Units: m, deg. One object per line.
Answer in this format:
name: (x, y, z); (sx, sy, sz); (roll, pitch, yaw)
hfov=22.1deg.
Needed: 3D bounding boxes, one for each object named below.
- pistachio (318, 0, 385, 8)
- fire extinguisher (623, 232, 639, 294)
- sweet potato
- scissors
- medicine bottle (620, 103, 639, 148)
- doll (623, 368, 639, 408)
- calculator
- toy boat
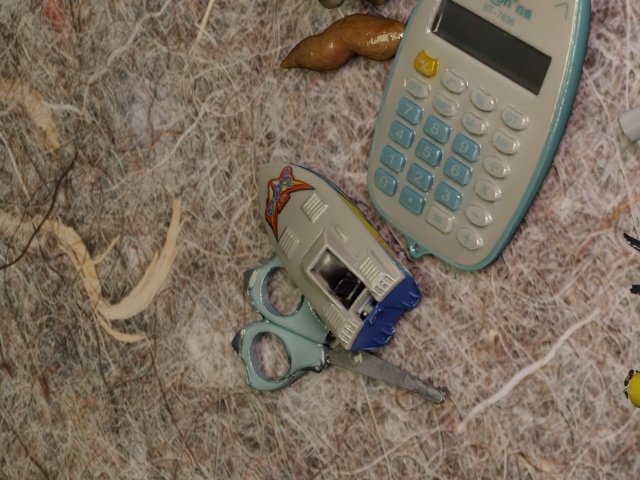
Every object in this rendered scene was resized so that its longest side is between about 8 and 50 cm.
pistachio: (0.022, -0.427, 2.000); (0.197, 0.166, 0.288); (-167, 75, -66)
fire extinguisher: (0.407, -0.063, 1.647); (0.138, 0.102, 0.344); (24, 127, 8)
sweet potato: (0.029, -0.249, 2.063); (0.218, 0.051, 0.065); (-6, 88, 42)
scissors: (0.020, 0.141, 2.088); (0.360, 0.029, 0.191); (22, 104, 41)
medicine bottle: (0.417, -0.146, 1.703); (0.220, 0.061, 0.092); (-26, 92, 41)
doll: (0.427, 0.137, 1.646); (0.221, 0.143, 0.135); (5, 59, 44)
calculator: (0.177, -0.150, 1.926); (0.256, 0.054, 0.386); (37, 115, 36)
toy boat: (0.000, 0.000, 2.065); (0.129, 0.088, 0.295); (-53, 53, 22)
